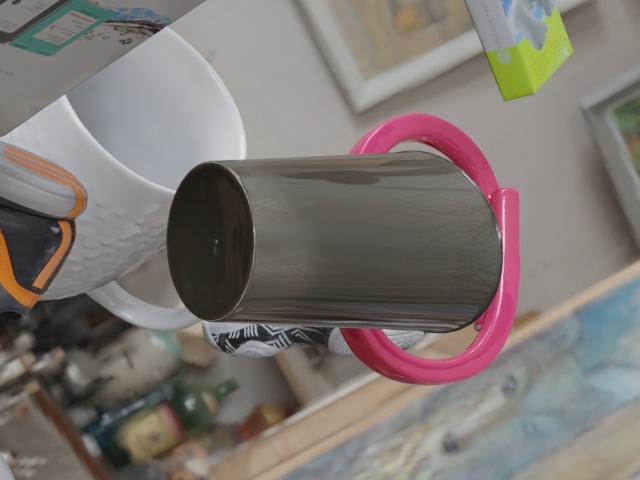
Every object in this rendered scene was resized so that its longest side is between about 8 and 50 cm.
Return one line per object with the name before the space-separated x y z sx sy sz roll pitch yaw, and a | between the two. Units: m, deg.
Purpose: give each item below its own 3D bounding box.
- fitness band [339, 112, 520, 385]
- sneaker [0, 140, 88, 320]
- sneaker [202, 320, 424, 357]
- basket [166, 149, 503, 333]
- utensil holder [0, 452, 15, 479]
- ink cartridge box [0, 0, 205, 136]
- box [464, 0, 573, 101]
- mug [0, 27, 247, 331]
fitness band | 0.110 0.009 1.560 0.054 0.209 0.291 155 -59 -62
sneaker | -0.358 -0.022 1.148 0.321 0.180 0.124 25 10 -11
sneaker | -0.024 0.050 2.062 0.137 0.366 0.210 -14 98 -50
basket | 0.000 0.000 1.225 0.204 0.227 0.154 30 -67 49
utensil holder | -0.588 0.387 1.765 0.327 0.385 0.328 34 40 -35
ink cartridge box | -0.197 -0.228 0.935 0.197 0.270 0.198 15 52 -56
box | 0.178 -0.237 1.413 0.109 0.042 0.178 -45 118 -47
mug | -0.262 -0.045 1.801 0.374 0.328 0.276 46 35 -7
